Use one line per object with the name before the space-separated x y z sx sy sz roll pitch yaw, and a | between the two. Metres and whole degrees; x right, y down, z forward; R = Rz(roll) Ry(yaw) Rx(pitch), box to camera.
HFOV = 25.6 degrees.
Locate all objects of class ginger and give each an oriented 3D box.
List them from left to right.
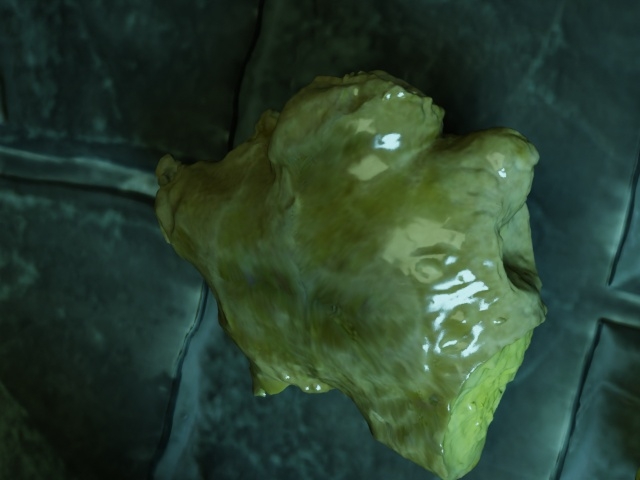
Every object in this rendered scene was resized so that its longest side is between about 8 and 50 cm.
ginger | 0.000 0.000 0.784 0.270 0.123 0.219 24 119 22

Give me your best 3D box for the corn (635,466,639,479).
corn | 0.282 0.042 0.679 0.320 0.097 0.097 -47 71 17
